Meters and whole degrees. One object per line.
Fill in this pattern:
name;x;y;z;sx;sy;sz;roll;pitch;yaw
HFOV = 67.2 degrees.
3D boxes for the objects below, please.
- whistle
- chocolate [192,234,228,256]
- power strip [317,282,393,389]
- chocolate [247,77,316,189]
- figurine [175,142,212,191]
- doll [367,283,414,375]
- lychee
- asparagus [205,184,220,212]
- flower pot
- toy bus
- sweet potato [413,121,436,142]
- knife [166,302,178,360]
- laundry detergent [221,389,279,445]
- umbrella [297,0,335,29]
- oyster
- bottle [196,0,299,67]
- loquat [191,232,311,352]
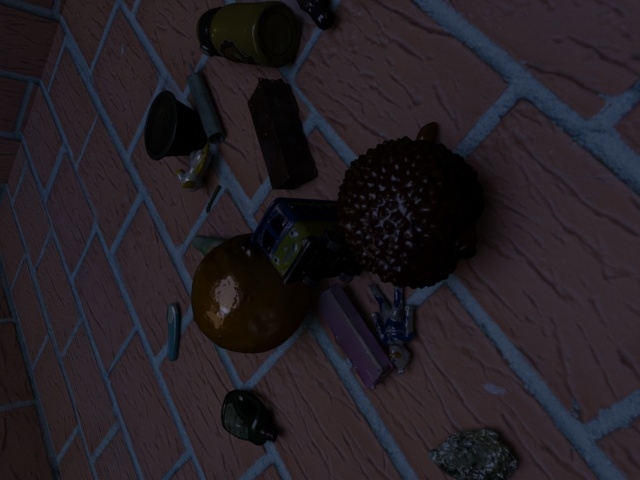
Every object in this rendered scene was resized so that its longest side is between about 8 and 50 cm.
whistle;-0.400;-0.472;1.646;0.062;0.062;0.312;-37;67;35
chocolate;-0.315;0.042;1.548;0.291;0.110;0.110;21;103;42
power strip;0.080;0.237;1.213;0.279;0.037;0.109;56;145;26
chocolate;-0.119;-0.301;1.377;0.112;0.111;0.321;-32;70;47
figurine;-0.413;-0.249;1.628;0.178;0.109;0.129;-59;20;7
doll;0.176;0.202;1.140;0.114;0.057;0.228;-23;73;36
lychee;0.179;-0.059;0.982;0.330;0.306;0.306;30;109;33
asparagus;-0.370;-0.141;1.649;0.114;0.014;0.015;-56;40;27
flower pot;-0.490;-0.378;1.662;0.235;0.148;0.236;-8;79;45
toy bus;0.000;0.000;1.142;0.175;0.287;0.138;49;120;28
sweet potato;0.201;-0.190;1.120;0.058;0.055;0.202;38;116;3
knife;-0.550;0.342;1.796;0.064;0.031;0.222;8;99;37
laundry detergent;-0.208;0.543;1.462;0.221;0.078;0.145;5;89;42
umbrella;-0.047;-0.700;1.318;0.094;0.090;0.326;-43;63;29
oyster;0.319;0.462;1.009;0.177;0.064;0.125;-42;59;31
bottle;-0.236;-0.614;1.435;0.351;0.171;0.172;22;104;41
loquat;-0.185;0.137;1.283;0.328;0.328;0.329;0;90;41
